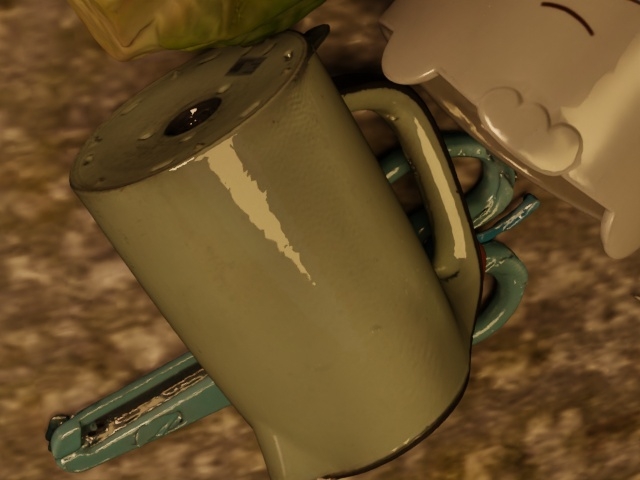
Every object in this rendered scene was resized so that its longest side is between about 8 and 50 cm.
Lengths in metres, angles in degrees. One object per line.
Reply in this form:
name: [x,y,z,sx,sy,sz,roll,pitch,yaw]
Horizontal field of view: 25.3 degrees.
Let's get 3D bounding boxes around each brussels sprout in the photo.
brussels sprout: [-0.065,-0.184,0.803,0.180,0.144,0.161,-31,159,-18]

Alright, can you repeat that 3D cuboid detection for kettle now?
kettle: [0.000,0.000,0.896,0.240,0.165,0.255,-45,116,-26]

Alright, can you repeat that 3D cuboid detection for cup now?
cup: [0.157,-0.165,0.869,0.289,0.219,0.257,39,93,0]

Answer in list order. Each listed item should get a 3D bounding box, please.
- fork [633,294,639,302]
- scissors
fork: [0.298,0.123,1.170,0.028,0.034,0.219,-39,124,-9]
scissors: [-0.015,0.060,1.011,0.393,0.032,0.180,-27,122,-6]
